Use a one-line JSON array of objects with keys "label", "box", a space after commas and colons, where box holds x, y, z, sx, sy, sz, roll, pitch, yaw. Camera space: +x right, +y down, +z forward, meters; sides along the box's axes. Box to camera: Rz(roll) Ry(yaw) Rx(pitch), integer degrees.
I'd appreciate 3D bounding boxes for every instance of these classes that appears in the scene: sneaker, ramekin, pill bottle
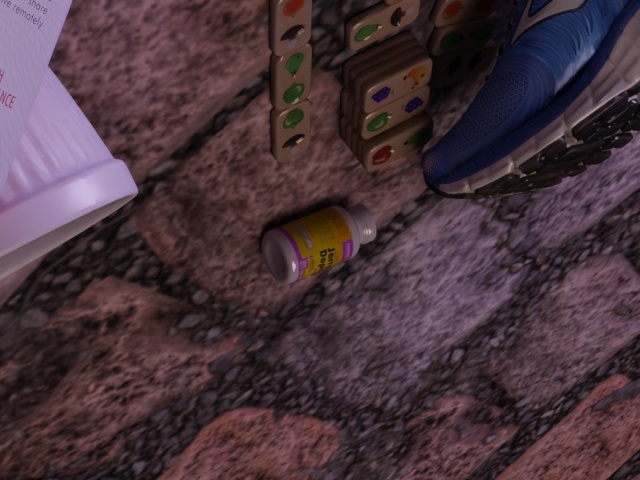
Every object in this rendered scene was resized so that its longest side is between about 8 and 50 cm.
[{"label": "sneaker", "box": [0.185, -0.154, 1.393, 0.330, 0.147, 0.130, -45, 160, 26]}, {"label": "ramekin", "box": [-0.214, -0.023, 1.085, 0.207, 0.109, 0.207, -29, 180, 0]}, {"label": "pill bottle", "box": [0.000, 0.000, 1.498, 0.083, 0.043, 0.043, -22, 148, -27]}]

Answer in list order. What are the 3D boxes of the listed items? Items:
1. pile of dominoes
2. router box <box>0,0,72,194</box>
[{"label": "pile of dominoes", "box": [0.058, -0.149, 1.354, 0.196, 0.040, 0.251, -28, 150, -19]}, {"label": "router box", "box": [-0.232, -0.145, 0.836, 0.335, 0.082, 0.301, 31, 76, -60]}]
